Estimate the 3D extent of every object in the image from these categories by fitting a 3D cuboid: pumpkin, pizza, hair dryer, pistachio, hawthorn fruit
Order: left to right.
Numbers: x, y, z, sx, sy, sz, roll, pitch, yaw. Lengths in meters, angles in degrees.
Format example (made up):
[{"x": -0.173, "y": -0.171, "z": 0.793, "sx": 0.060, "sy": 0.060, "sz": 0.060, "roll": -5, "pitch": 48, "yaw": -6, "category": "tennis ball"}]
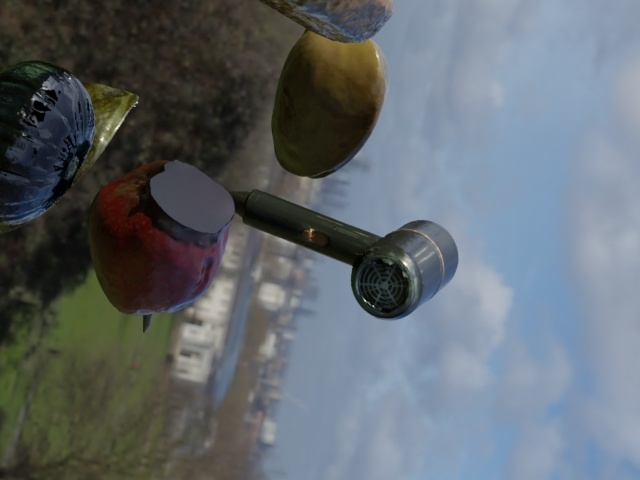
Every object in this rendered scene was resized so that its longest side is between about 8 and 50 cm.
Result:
[{"x": -0.327, "y": -0.106, "z": 1.454, "sx": 0.194, "sy": 0.150, "sz": 0.194, "roll": -39, "pitch": 140, "yaw": -43, "category": "pumpkin"}, {"x": -0.438, "y": -0.151, "z": 2.077, "sx": 0.312, "sy": 0.148, "sz": 0.169, "roll": -51, "pitch": -161, "yaw": -2, "category": "pumpkin"}, {"x": -0.212, "y": 0.014, "z": 1.742, "sx": 0.189, "sy": 0.189, "sz": 0.251, "roll": -79, "pitch": 179, "yaw": -54, "category": "hawthorn fruit"}, {"x": -0.016, "y": -0.209, "z": 1.013, "sx": 0.268, "sy": 0.258, "sz": 0.087, "roll": 25, "pitch": 101, "yaw": -50, "category": "pizza"}, {"x": 0.000, "y": 0.000, "z": 1.802, "sx": 0.189, "sy": 0.352, "sz": 0.107, "roll": -30, "pitch": 137, "yaw": -66, "category": "hair dryer"}, {"x": 0.014, "y": -0.208, "z": 2.049, "sx": 0.213, "sy": 0.163, "sz": 0.260, "roll": 49, "pitch": -50, "yaw": 47, "category": "pistachio"}]
